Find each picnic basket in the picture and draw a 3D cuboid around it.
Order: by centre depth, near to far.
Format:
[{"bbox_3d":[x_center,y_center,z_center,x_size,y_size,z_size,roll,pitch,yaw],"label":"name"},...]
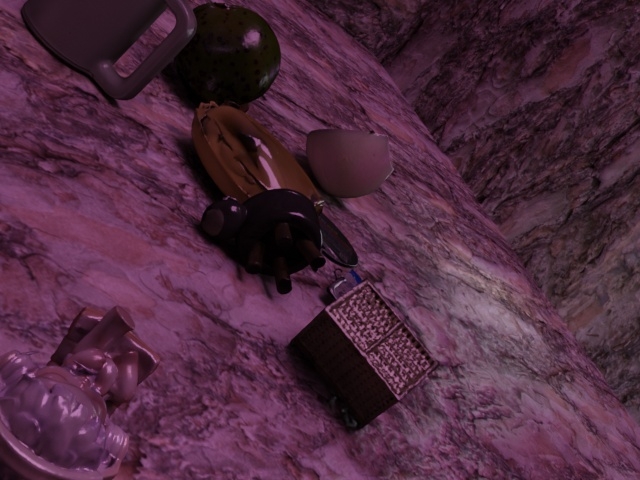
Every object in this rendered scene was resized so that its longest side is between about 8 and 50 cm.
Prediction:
[{"bbox_3d":[0.067,0.197,1.511,0.196,0.154,0.134,50,44,6],"label":"picnic basket"}]

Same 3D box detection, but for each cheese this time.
[{"bbox_3d":[-0.136,-0.150,1.771,0.316,0.128,0.259,53,12,2],"label":"cheese"}]

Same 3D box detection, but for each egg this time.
[{"bbox_3d":[0.060,-0.186,2.257,0.206,0.162,0.271,7,-4,-15],"label":"egg"}]

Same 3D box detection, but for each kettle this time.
[{"bbox_3d":[-0.352,-0.457,1.640,0.265,0.318,0.205,42,19,-20],"label":"kettle"}]

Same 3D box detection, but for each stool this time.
[{"bbox_3d":[-0.097,0.003,1.592,0.228,0.153,0.139,-4,41,-10],"label":"stool"}]

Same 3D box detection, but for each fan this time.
[{"bbox_3d":[0.018,0.007,2.006,0.223,0.012,0.294,33,24,-40],"label":"fan"}]

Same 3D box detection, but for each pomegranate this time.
[{"bbox_3d":[-0.207,-0.401,2.003,0.254,0.254,0.270,-99,180,-58],"label":"pomegranate"}]

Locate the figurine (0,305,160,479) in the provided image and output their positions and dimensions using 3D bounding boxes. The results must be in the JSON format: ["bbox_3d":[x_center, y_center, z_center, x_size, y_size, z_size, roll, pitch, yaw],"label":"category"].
[{"bbox_3d":[-0.254,0.166,0.892,0.162,0.141,0.237,41,20,-4],"label":"figurine"}]

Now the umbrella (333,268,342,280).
[{"bbox_3d":[0.043,0.113,1.842,0.149,0.022,0.022,-98,179,-46],"label":"umbrella"}]

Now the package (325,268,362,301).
[{"bbox_3d":[0.087,0.147,1.828,0.171,0.027,0.173,55,21,2],"label":"package"}]
